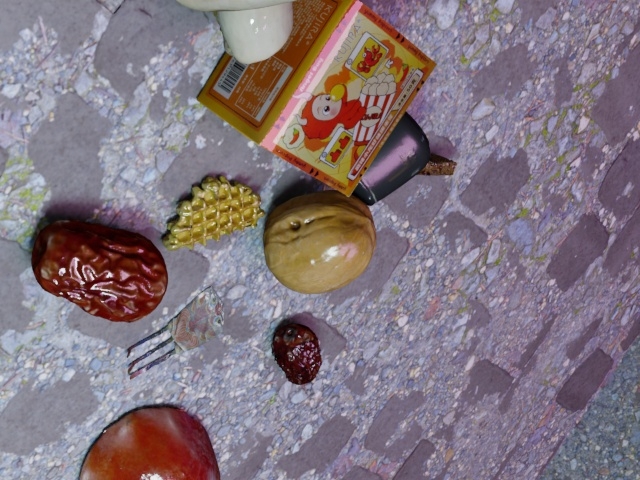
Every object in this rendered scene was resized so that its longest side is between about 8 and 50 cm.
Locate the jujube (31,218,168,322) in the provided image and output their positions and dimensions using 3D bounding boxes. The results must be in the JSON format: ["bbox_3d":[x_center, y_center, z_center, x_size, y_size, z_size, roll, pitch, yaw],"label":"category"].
[{"bbox_3d":[-0.359,0.046,1.713,0.230,0.155,0.155,20,101,-40],"label":"jujube"}]

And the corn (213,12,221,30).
[{"bbox_3d":[-0.083,-0.473,1.672,0.097,0.097,0.320,20,100,-49],"label":"corn"}]

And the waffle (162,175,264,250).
[{"bbox_3d":[-0.186,-0.036,1.901,0.192,0.046,0.160,22,98,-49],"label":"waffle"}]

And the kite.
[{"bbox_3d":[-0.274,0.178,1.987,0.229,0.016,0.127,-31,131,-30],"label":"kite"}]

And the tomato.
[{"bbox_3d":[-0.300,0.472,2.036,0.309,0.170,0.309,-26,133,-31],"label":"tomato"}]

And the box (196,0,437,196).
[{"bbox_3d":[-0.002,-0.268,1.788,0.259,0.214,0.283,27,100,-47],"label":"box"}]

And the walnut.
[{"bbox_3d":[0.000,0.000,1.974,0.221,0.195,0.195,-20,144,29],"label":"walnut"}]

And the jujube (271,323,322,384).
[{"bbox_3d":[-0.041,0.239,2.191,0.104,0.104,0.166,-42,143,-15],"label":"jujube"}]

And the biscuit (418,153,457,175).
[{"bbox_3d":[0.197,-0.158,2.178,0.199,0.064,0.034,-4,118,-42],"label":"biscuit"}]

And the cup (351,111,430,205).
[{"bbox_3d":[0.092,-0.182,1.988,0.176,0.169,0.223,-41,136,-4],"label":"cup"}]

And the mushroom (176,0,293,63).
[{"bbox_3d":[-0.087,-0.446,1.472,0.325,0.353,0.353,-34,141,12],"label":"mushroom"}]
